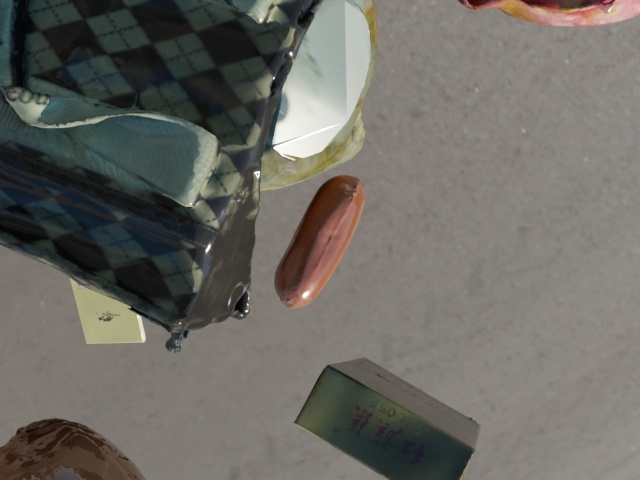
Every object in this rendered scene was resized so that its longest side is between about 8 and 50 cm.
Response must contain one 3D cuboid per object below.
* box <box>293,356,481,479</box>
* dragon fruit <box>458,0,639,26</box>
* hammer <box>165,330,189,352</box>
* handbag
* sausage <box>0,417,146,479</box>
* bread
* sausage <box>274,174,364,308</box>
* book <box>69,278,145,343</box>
[{"bbox_3d":[0.077,0.181,1.000,0.071,0.159,0.240,-63,168,0],"label":"box"},{"bbox_3d":[0.275,-0.431,1.098,0.386,0.371,0.249,-44,156,2],"label":"dragon fruit"},{"bbox_3d":[-0.191,0.037,1.136,0.017,0.182,0.062,-10,142,-39],"label":"hammer"},{"bbox_3d":[-0.141,-0.160,0.844,0.180,0.316,0.416,-3,113,-65],"label":"handbag"},{"bbox_3d":[-0.149,0.274,0.788,0.121,0.304,0.121,-30,-172,5],"label":"sausage"},{"bbox_3d":[-0.068,-0.198,1.255,0.239,0.264,0.395,-33,134,-31],"label":"bread"},{"bbox_3d":[0.000,0.000,1.330,0.077,0.077,0.194,38,75,-49],"label":"sausage"},{"bbox_3d":[-0.264,0.081,1.272,0.077,0.014,0.111,-1,122,7],"label":"book"}]
